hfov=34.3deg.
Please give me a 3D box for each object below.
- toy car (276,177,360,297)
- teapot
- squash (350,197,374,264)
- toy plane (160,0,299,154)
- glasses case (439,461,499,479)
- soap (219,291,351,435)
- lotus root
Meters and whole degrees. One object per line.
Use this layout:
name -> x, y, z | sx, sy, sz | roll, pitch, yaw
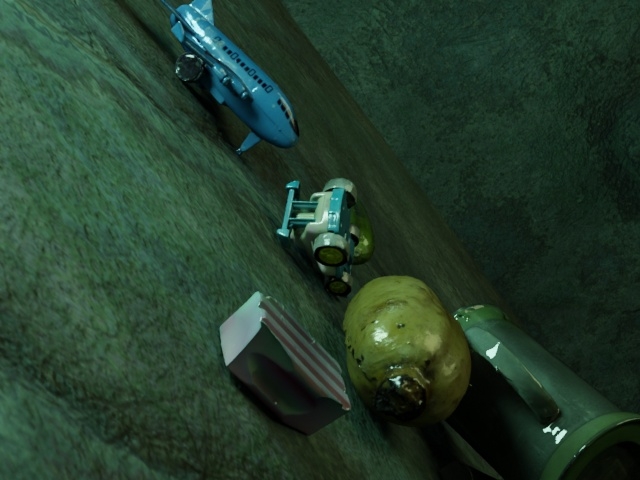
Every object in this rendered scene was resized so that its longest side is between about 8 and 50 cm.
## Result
toy car -> 0.000, 0.000, 1.413 | 0.161, 0.098, 0.126 | 84, 13, -51
teapot -> 0.260, 0.212, 1.376 | 0.337, 0.200, 0.270 | 42, -9, 48
squash -> 0.050, -0.021, 1.687 | 0.066, 0.066, 0.229 | 50, 11, -20
toy plane -> -0.129, -0.231, 1.453 | 0.271, 0.105, 0.254 | 57, 12, 7
glasses case -> 0.218, 0.345, 1.389 | 0.190, 0.042, 0.072 | 37, 28, -56
soap -> -0.034, 0.116, 0.968 | 0.149, 0.056, 0.100 | 48, 11, -31
lotus root -> 0.102, 0.133, 1.258 | 0.160, 0.146, 0.284 | 31, 18, -5
